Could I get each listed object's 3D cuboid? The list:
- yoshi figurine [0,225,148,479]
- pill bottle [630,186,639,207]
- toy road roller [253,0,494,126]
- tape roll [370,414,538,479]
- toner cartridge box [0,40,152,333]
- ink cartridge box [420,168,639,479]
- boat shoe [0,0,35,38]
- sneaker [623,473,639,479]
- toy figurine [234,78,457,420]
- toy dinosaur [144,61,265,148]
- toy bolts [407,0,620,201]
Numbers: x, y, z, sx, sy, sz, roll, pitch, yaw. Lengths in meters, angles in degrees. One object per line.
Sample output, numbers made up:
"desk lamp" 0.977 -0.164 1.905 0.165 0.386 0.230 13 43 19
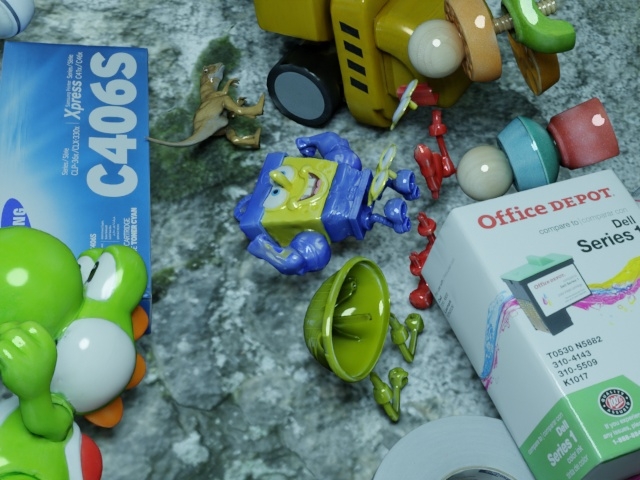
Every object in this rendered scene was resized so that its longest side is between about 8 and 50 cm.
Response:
"yoshi figurine" -0.270 0.137 0.774 0.204 0.203 0.362 12 61 11
"pill bottle" 0.427 -0.042 1.142 0.160 0.087 0.087 -35 69 -30
"toy road roller" 0.070 -0.286 1.096 0.241 0.329 0.202 16 50 27
"tape roll" 0.142 0.275 0.866 0.219 0.072 0.219 5 54 -7
"toner cartridge box" -0.267 -0.066 1.020 0.165 0.075 0.347 -1 56 -11
"ink cartridge box" 0.254 0.083 0.911 0.202 0.117 0.278 -14 58 -21
"boat shoe" -0.508 -0.265 1.061 0.367 0.135 0.156 17 60 14
"sneaker" 0.330 0.294 0.877 0.103 0.111 0.252 -20 38 -31
"toy figurine" 0.000 0.000 1.025 0.217 0.191 0.362 2 57 27
"toy dinosaur" -0.126 -0.139 1.113 0.112 0.064 0.211 8 35 1
"toy bolts" 0.194 -0.152 1.016 0.159 0.218 0.228 -22 85 4
